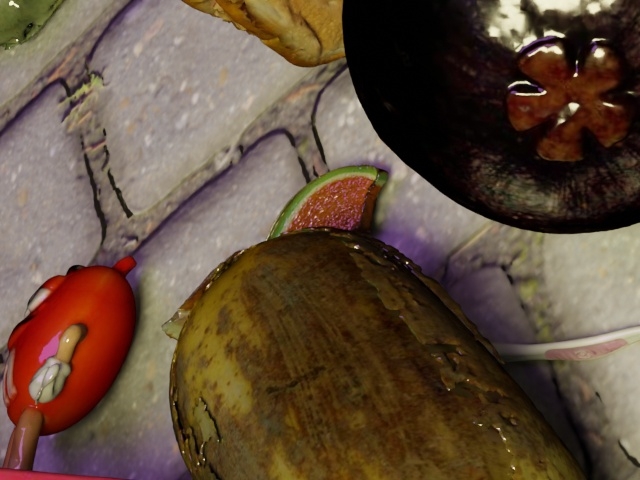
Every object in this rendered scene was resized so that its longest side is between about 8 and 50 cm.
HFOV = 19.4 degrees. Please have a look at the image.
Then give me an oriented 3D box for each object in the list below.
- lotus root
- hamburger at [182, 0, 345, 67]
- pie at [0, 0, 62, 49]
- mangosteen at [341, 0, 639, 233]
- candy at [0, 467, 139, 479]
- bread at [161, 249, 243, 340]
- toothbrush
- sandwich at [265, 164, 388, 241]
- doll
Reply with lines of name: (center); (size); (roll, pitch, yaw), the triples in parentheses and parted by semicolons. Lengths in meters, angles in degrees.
lotus root: (0.038, 0.138, 1.079); (0.196, 0.179, 0.397); (-41, 42, 0)
hamburger: (-0.017, -0.255, 1.293); (0.211, 0.260, 0.245); (32, 141, 33)
pie: (-0.313, -0.311, 1.724); (0.296, 0.078, 0.371); (-33, 50, 31)
mangosteen: (0.151, -0.151, 1.071); (0.275, 0.275, 0.302); (-37, 17, 29)
candy: (-0.144, 0.228, 1.132); (0.100, 0.305, 0.157); (-46, 44, 46)
bread: (-0.067, 0.053, 1.327); (0.062, 0.109, 0.043); (46, 119, 0)
toothbrush: (0.154, 0.062, 1.122); (0.204, 0.017, 0.022); (-7, 49, 44)
sandwich: (0.000, -0.002, 1.298); (0.135, 0.029, 0.067); (-52, 49, 15)
doll: (-0.196, 0.100, 1.384); (0.217, 0.085, 0.183); (-66, 7, -12)
